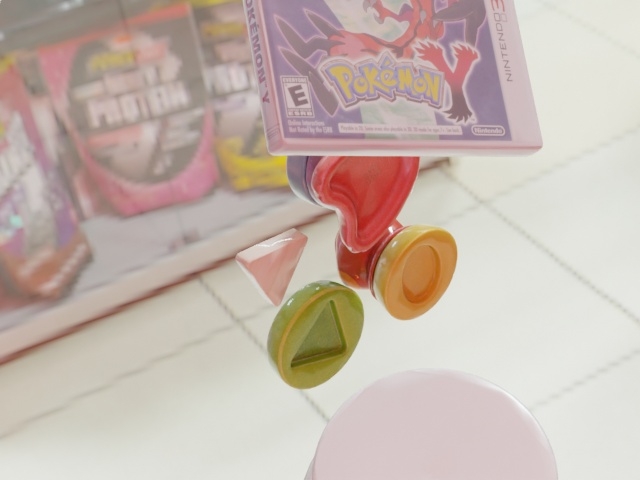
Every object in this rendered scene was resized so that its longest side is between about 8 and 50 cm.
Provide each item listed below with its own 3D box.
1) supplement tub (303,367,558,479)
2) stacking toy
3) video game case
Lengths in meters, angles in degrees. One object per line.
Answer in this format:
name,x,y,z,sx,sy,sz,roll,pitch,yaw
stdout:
supplement tub,0.080,0.230,1.239,0.191,0.272,0.191,-1,57,1
stacking toy,0.000,0.000,1.919,0.279,0.309,0.130,-40,48,-20
video game case,0.043,-0.142,1.057,0.201,0.183,0.023,-2,-15,-32
